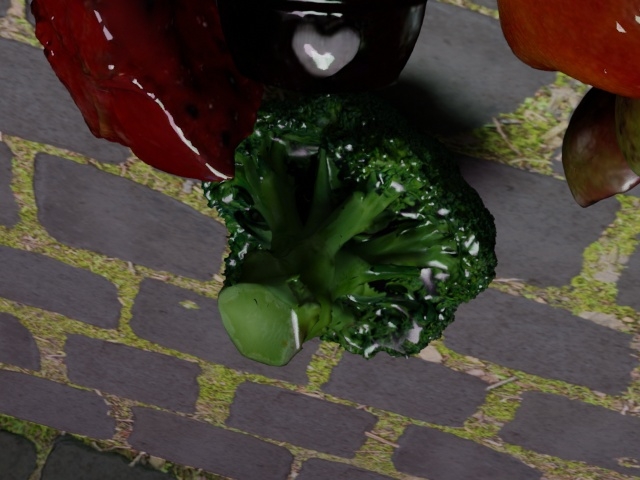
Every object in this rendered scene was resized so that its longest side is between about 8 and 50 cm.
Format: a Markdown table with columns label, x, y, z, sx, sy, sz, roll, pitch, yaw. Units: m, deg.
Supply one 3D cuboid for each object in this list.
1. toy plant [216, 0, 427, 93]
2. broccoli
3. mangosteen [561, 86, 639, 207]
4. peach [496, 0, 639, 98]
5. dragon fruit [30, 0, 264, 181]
| label | x | y | z | sx | sy | sz | roll | pitch | yaw |
| --- | --- | --- | --- | --- | --- | --- | --- | --- | --- |
| toy plant | -0.006 | -0.230 | 1.192 | 0.218 | 0.235 | 0.175 | 4 | -162 | 3 |
| broccoli | 0.000 | 0.000 | 1.552 | 0.298 | 0.297 | 0.297 | 16 | 123 | 27 |
| mangosteen | 0.367 | -0.035 | 1.164 | 0.435 | 0.382 | 0.382 | 28 | 153 | -7 |
| peach | 0.203 | -0.202 | 0.929 | 0.258 | 0.201 | 0.361 | 36 | 125 | -3 |
| dragon fruit | -0.145 | -0.253 | 1.293 | 0.302 | 0.240 | 0.330 | 29 | 148 | 48 |
